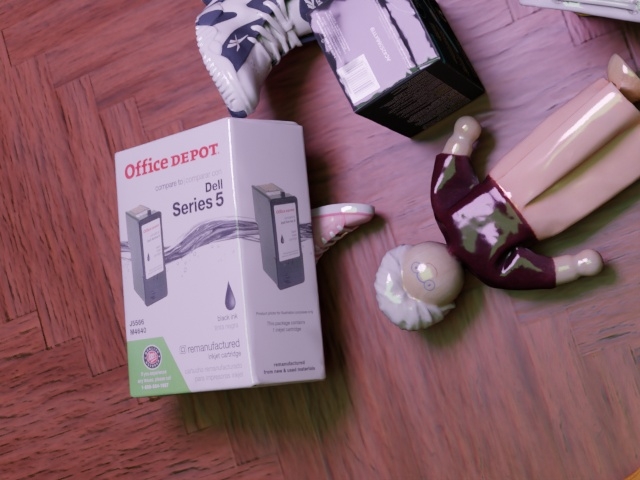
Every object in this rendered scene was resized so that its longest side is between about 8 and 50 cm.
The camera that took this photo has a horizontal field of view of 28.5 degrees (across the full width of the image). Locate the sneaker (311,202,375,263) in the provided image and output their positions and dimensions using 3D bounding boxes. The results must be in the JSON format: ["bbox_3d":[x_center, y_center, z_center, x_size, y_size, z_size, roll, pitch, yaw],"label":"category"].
[{"bbox_3d":[0.000,0.000,1.356,0.134,0.051,0.070,-10,81,26],"label":"sneaker"}]

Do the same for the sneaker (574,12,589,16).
[{"bbox_3d":[0.320,-0.300,1.237,0.209,0.082,0.069,-37,72,14],"label":"sneaker"}]

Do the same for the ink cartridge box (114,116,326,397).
[{"bbox_3d":[-0.110,0.022,1.332,0.198,0.115,0.272,-12,81,43],"label":"ink cartridge box"}]

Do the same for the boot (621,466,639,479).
[{"bbox_3d":[0.351,0.356,1.164,0.211,0.104,0.295,-40,86,0],"label":"boot"}]

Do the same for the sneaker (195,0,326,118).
[{"bbox_3d":[-0.045,-0.228,1.335,0.153,0.235,0.094,-19,123,8],"label":"sneaker"}]

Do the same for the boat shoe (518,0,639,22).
[{"bbox_3d":[0.358,-0.200,1.166,0.367,0.136,0.156,15,107,0],"label":"boat shoe"}]

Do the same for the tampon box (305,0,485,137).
[{"bbox_3d":[0.079,-0.189,1.280,0.101,0.161,0.120,-30,74,17],"label":"tampon box"}]

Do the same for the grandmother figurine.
[{"bbox_3d":[0.191,-0.037,1.259,0.342,0.104,0.207,-41,64,11],"label":"grandmother figurine"}]
